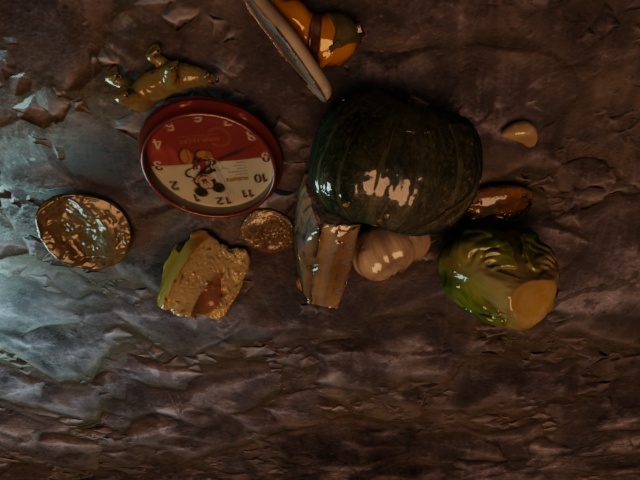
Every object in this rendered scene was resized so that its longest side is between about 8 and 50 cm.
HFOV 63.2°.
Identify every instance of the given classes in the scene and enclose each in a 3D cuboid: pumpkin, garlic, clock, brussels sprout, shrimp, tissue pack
[{"bbox_3d":[0.147,-0.154,1.018,0.327,0.291,0.258,8,111,-18],"label":"pumpkin"},{"bbox_3d":[0.134,-0.024,1.234,0.199,0.199,0.226,-27,95,24],"label":"garlic"},{"bbox_3d":[-0.240,-0.177,1.144,0.318,0.080,0.319,-1,138,-1],"label":"clock"},{"bbox_3d":[0.429,-0.226,1.102,0.083,0.041,0.053,19,135,-23],"label":"garlic"},{"bbox_3d":[0.419,0.074,1.224,0.259,0.294,0.227,-3,116,-17],"label":"brussels sprout"},{"bbox_3d":[0.366,-0.071,1.223,0.261,0.066,0.117,-6,131,12],"label":"shrimp"},{"bbox_3d":[0.000,0.000,1.201,0.122,0.215,0.257,0,132,-14],"label":"tissue pack"}]

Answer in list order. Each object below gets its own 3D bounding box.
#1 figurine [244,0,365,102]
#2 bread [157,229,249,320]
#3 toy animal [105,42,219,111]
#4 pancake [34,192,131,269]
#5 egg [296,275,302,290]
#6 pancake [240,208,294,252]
[{"bbox_3d":[-0.019,-0.390,0.930,0.141,0.166,0.250,-39,109,4],"label":"figurine"},{"bbox_3d":[-0.327,0.097,1.395,0.183,0.224,0.211,28,169,-28],"label":"bread"},{"bbox_3d":[-0.316,-0.315,1.034,0.218,0.103,0.101,-21,146,17],"label":"toy animal"},{"bbox_3d":[-0.592,-0.027,1.319,0.241,0.050,0.242,-4,130,-5],"label":"pancake"},{"bbox_3d":[-0.025,0.108,1.393,0.083,0.071,0.071,-3,131,8],"label":"egg"},{"bbox_3d":[-0.133,-0.022,1.315,0.139,0.022,0.140,1,131,1],"label":"pancake"}]
